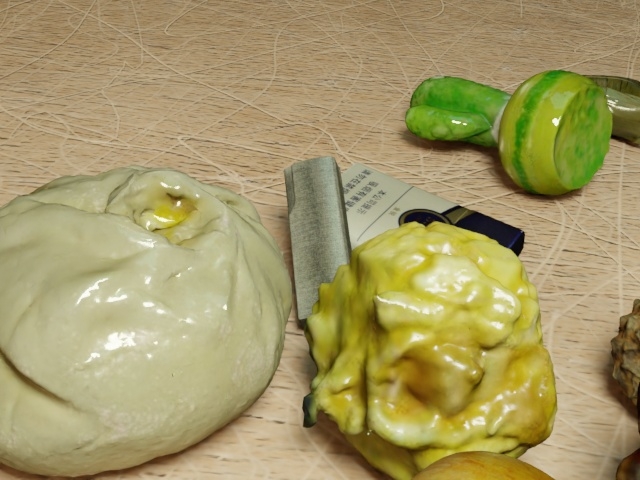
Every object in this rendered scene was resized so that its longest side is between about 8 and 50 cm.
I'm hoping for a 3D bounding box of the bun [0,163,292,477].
[{"bbox_3d":[-0.203,0.048,0.767,0.364,0.219,0.365,3,34,-2],"label":"bun"}]

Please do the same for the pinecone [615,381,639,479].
[{"bbox_3d":[0.430,0.202,0.569,0.397,0.398,0.398,4,37,-3],"label":"pinecone"}]

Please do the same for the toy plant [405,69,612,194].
[{"bbox_3d":[0.274,-0.187,1.222,0.224,0.185,0.315,-18,27,-36],"label":"toy plant"}]

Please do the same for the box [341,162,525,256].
[{"bbox_3d":[0.112,0.000,0.999,0.259,0.071,0.168,23,40,23],"label":"box"}]

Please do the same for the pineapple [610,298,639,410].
[{"bbox_3d":[0.411,0.114,0.833,0.193,0.166,0.166,-26,48,-34],"label":"pineapple"}]

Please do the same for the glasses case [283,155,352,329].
[{"bbox_3d":[0.000,0.000,0.923,0.070,0.047,0.205,-11,63,9],"label":"glasses case"}]

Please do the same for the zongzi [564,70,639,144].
[{"bbox_3d":[0.491,-0.265,1.392,0.204,0.094,0.204,17,34,14],"label":"zongzi"}]

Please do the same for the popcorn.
[{"bbox_3d":[0.094,0.106,0.724,0.225,0.249,0.249,-1,38,-17],"label":"popcorn"}]

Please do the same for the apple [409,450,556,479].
[{"bbox_3d":[0.109,0.271,0.532,0.236,0.237,0.207,-23,58,-34],"label":"apple"}]
